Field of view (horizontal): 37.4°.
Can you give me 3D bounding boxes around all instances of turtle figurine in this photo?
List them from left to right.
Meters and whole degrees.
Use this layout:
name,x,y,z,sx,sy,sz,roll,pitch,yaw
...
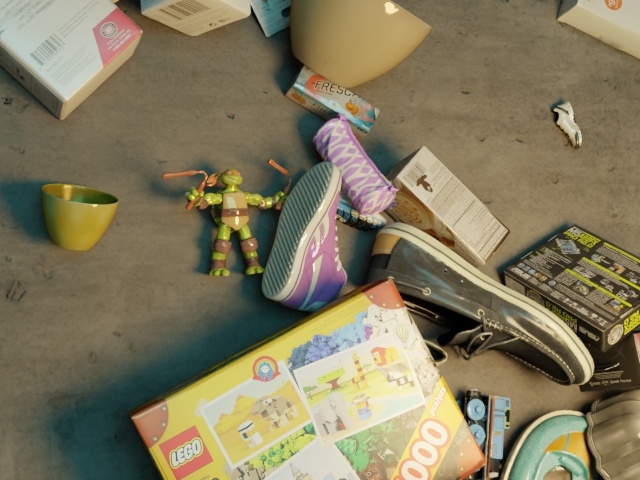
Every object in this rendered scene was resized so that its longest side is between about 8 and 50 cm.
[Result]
name,x,y,z,sx,sy,sz,roll,pitch,yaw
turtle figurine,-0.176,-0.043,1.767,0.270,0.087,0.217,-1,89,-36

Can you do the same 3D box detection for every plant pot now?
name,x,y,z,sx,sy,sz,roll,pitch,yaw
plant pot,-0.430,-0.037,1.669,0.134,0.134,0.095,8,104,-17
plant pot,0.049,-0.412,1.853,0.284,0.284,0.191,31,104,-11

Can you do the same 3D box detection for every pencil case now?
name,x,y,z,sx,sy,sz,roll,pitch,yaw
pencil case,0.066,-0.143,1.831,0.086,0.088,0.206,-8,56,-47

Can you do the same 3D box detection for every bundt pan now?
name,x,y,z,sx,sy,sz,roll,pitch,yaw
bundt pan,0.682,0.427,1.861,0.331,0.124,0.330,27,39,-24

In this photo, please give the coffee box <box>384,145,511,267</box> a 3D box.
name,x,y,z,sx,sy,sz,roll,pitch,yaw
coffee box,0.236,-0.054,1.887,0.246,0.141,0.098,44,67,-7

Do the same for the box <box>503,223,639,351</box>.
name,x,y,z,sx,sy,sz,roll,pitch,yaw
box,0.541,0.088,1.909,0.216,0.270,0.060,-30,130,-23

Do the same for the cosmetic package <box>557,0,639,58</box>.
name,x,y,z,sx,sy,sz,roll,pitch,yaw
cosmetic package,0.732,-0.632,2.207,0.284,0.097,0.377,20,73,-11

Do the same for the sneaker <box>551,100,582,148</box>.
name,x,y,z,sx,sy,sz,roll,pitch,yaw
sneaker,0.546,-0.252,2.096,0.044,0.040,0.109,-18,81,-5

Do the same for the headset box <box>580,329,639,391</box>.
name,x,y,z,sx,sy,sz,roll,pitch,yaw
headset box,0.679,0.235,1.938,0.293,0.218,0.110,-7,81,-21

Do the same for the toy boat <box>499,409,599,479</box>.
name,x,y,z,sx,sy,sz,roll,pitch,yaw
toy boat,0.518,0.488,1.865,0.318,0.148,0.267,35,70,-9

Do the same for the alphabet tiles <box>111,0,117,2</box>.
name,x,y,z,sx,sy,sz,roll,pitch,yaw
alphabet tiles,-0.358,-0.587,1.746,0.278,0.021,0.284,35,98,26

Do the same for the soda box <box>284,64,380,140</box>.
name,x,y,z,sx,sy,sz,roll,pitch,yaw
soda box,0.024,-0.277,1.900,0.183,0.063,0.058,30,70,-11

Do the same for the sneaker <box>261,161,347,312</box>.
name,x,y,z,sx,sy,sz,roll,pitch,yaw
sneaker,-0.001,0.000,1.800,0.161,0.102,0.282,26,85,-40

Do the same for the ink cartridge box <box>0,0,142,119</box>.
name,x,y,z,sx,sy,sz,roll,pitch,yaw
ink cartridge box,-0.500,-0.396,1.714,0.283,0.117,0.207,44,69,-7

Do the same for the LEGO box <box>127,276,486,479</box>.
name,x,y,z,sx,sy,sz,roll,pitch,yaw
LEGO box,-0.026,0.346,1.656,0.500,0.193,0.372,-28,89,-16

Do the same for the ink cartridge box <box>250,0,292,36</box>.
name,x,y,z,sx,sy,sz,roll,pitch,yaw
ink cartridge box,-0.099,-0.551,1.934,0.181,0.056,0.224,-33,107,-22

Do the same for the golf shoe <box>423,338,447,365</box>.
name,x,y,z,sx,sy,sz,roll,pitch,yaw
golf shoe,0.166,0.202,1.838,0.176,0.086,0.069,16,76,-14

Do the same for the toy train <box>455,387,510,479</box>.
name,x,y,z,sx,sy,sz,roll,pitch,yaw
toy train,0.315,0.385,1.856,0.105,0.080,0.184,11,75,-23

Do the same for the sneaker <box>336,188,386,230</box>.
name,x,y,z,sx,sy,sz,roll,pitch,yaw
sneaker,0.049,-0.082,1.868,0.191,0.071,0.082,23,66,-14

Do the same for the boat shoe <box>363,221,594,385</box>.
name,x,y,z,sx,sy,sz,roll,pitch,yaw
boat shoe,0.301,0.156,1.845,0.500,0.187,0.156,33,70,-3

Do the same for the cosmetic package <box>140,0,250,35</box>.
name,x,y,z,sx,sy,sz,roll,pitch,yaw
cosmetic package,-0.239,-0.509,1.782,0.151,0.151,0.183,12,71,-56
